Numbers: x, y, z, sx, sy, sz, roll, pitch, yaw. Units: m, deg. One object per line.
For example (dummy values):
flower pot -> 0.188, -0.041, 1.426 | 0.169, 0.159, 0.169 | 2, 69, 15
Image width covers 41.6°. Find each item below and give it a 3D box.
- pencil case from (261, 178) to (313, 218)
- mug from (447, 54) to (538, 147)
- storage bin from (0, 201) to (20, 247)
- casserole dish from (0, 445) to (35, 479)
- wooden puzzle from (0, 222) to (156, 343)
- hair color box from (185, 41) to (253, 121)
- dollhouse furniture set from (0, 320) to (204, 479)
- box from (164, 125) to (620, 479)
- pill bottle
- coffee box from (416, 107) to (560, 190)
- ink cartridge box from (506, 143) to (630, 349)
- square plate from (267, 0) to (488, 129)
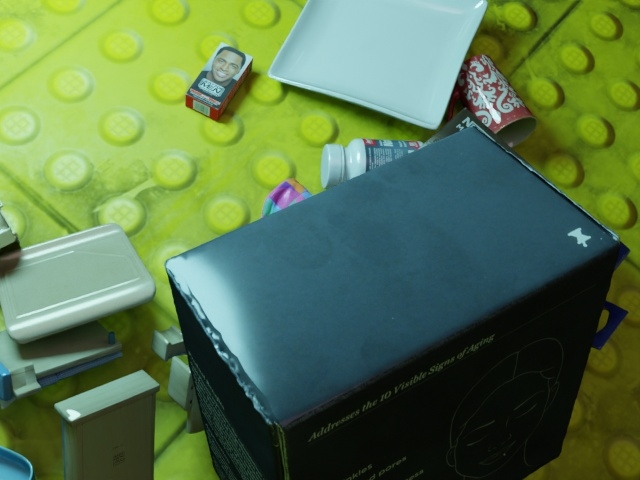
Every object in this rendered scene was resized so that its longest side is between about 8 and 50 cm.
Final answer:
pencil case -> 0.000, 0.000, 1.454 | 0.104, 0.104, 0.236 | -40, 77, -24
mug -> 0.317, -0.266, 1.631 | 0.150, 0.113, 0.169 | -13, 65, -28
storage bin -> -0.657, -0.040, 1.331 | 0.262, 0.123, 0.260 | -32, 75, -23
casserole dish -> -0.487, 0.348, 1.201 | 0.188, 0.037, 0.114 | 14, 61, 20
wooden puzzle -> -0.391, 0.065, 1.328 | 0.221, 0.044, 0.238 | -18, 34, -18
hair color box -> -0.190, -0.300, 1.587 | 0.072, 0.043, 0.141 | 26, 62, 3
dollhouse furniture set -> -0.350, 0.234, 1.295 | 0.286, 0.198, 0.303 | -18, 36, -41
box -> 0.094, 0.177, 1.144 | 0.480, 0.472, 0.297 | -25, 50, -21
pill bottle -> 0.096, -0.131, 1.526 | 0.180, 0.108, 0.108 | 1, 65, -11
coffee box -> 0.270, -0.077, 1.375 | 0.141, 0.098, 0.246 | -40, 78, -24
ink cartridge box -> 0.342, 0.035, 1.477 | 0.395, 0.151, 0.270 | 43, 65, 8
square plate -> 0.118, -0.388, 1.659 | 0.344, 0.049, 0.347 | 19, 62, 11
